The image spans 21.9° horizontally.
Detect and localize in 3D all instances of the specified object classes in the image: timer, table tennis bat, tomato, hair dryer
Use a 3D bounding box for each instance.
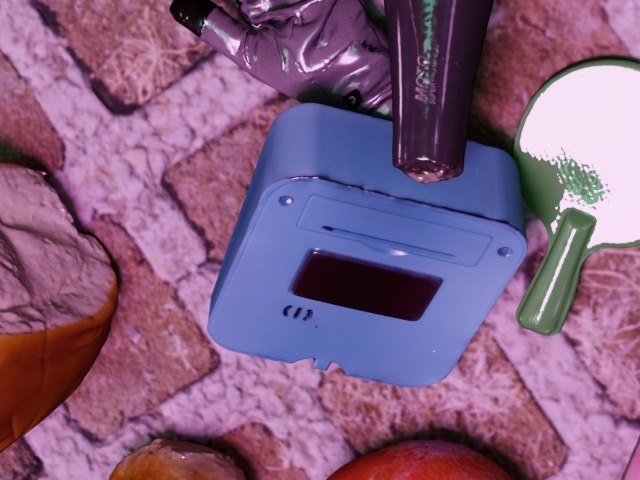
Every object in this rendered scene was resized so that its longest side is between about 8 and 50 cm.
[{"bbox_3d":[0.036,0.016,1.438,0.232,0.091,0.250,13,135,-13],"label":"timer"},{"bbox_3d":[0.230,-0.033,1.422,0.160,0.039,0.257,24,109,12],"label":"table tennis bat"},{"bbox_3d":[0.087,0.292,1.499,0.232,0.188,0.232,5,108,16],"label":"tomato"},{"bbox_3d":[0.213,-0.199,1.316,0.359,0.120,0.303,0,81,6],"label":"hair dryer"}]

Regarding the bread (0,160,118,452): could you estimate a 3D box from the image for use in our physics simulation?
[{"bbox_3d":[-0.340,0.092,1.562,0.225,0.250,0.279,46,122,8],"label":"bread"}]

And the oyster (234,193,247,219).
[{"bbox_3d":[0.000,0.000,1.500,0.163,0.081,0.191,27,120,-20],"label":"oyster"}]

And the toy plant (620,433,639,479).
[{"bbox_3d":[0.394,0.294,1.355,0.356,0.317,0.210,25,154,5],"label":"toy plant"}]

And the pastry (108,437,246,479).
[{"bbox_3d":[-0.136,0.292,1.602,0.182,0.093,0.192,-34,63,35],"label":"pastry"}]

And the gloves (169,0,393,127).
[{"bbox_3d":[-0.025,-0.183,1.421,0.285,0.119,0.142,43,114,-14],"label":"gloves"}]
